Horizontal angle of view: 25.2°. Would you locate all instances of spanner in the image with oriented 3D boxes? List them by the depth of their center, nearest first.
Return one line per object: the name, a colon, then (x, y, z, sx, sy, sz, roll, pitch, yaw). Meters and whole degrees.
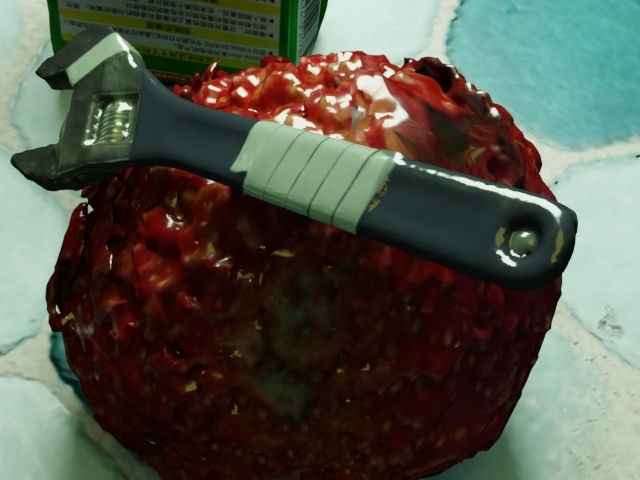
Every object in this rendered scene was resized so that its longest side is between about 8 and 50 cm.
spanner: (-0.027, -0.031, 0.642, 0.316, 0.024, 0.087, 20, 73, 35)

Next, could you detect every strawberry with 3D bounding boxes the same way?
strawberry: (0.000, 0.000, 0.752, 0.274, 0.220, 0.274, 4, 58, -6)

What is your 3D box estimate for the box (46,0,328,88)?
box: (-0.078, -0.205, 0.863, 0.180, 0.250, 0.103, 9, 50, 2)
